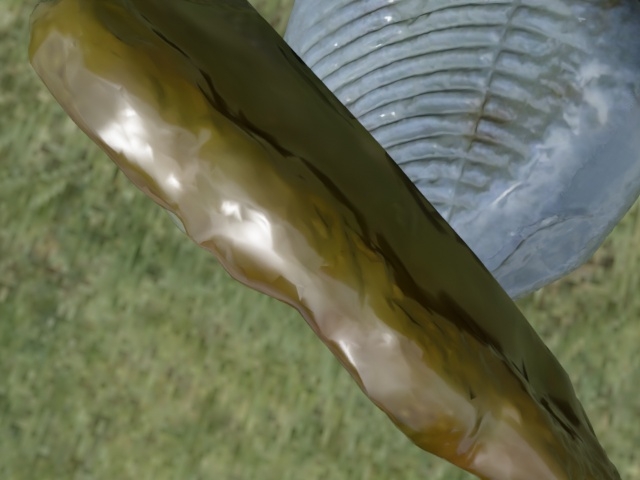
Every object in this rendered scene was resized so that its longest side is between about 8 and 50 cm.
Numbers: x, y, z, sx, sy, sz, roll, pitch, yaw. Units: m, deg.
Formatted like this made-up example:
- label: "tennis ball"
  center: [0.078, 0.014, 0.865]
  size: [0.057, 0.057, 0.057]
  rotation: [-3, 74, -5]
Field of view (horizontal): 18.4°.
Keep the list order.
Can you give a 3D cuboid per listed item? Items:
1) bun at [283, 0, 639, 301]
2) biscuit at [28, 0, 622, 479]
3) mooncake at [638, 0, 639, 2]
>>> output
- label: "bun"
  center: [0.125, -0.106, 1.467]
  size: [0.354, 0.354, 0.194]
  rotation: [-15, 153, 38]
- label: "biscuit"
  center: [0.000, 0.000, 0.797]
  size: [0.329, 0.078, 0.335]
  rotation: [46, 179, -21]
- label: "mooncake"
  center: [0.343, -0.271, 1.149]
  size: [0.393, 0.246, 0.394]
  rotation: [-27, 160, 39]
